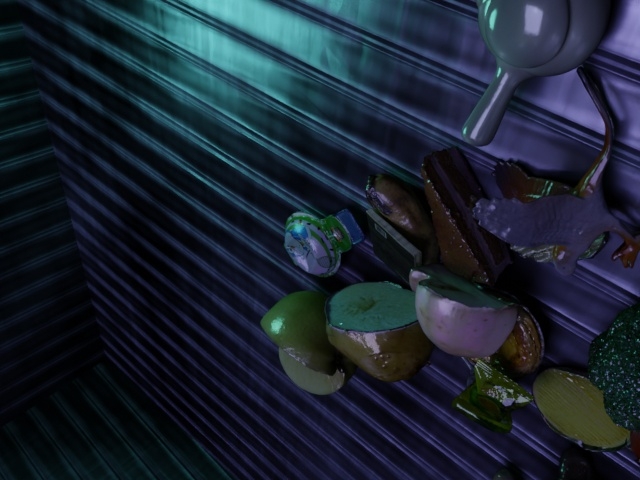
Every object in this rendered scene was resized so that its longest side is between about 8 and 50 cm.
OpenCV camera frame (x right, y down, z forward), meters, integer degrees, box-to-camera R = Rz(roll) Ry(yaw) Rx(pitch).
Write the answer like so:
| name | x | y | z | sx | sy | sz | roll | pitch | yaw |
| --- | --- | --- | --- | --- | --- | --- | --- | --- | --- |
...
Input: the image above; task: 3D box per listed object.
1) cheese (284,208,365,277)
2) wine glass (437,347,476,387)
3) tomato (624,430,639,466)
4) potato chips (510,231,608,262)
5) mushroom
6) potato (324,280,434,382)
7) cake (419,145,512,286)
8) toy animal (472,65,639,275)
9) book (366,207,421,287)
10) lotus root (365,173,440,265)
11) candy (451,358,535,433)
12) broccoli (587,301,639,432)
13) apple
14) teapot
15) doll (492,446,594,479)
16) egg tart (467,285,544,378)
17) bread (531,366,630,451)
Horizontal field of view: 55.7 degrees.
| name | x | y | z | sx | sy | sz | roll | pitch | yaw |
| --- | --- | --- | --- | --- | --- | --- | --- | --- | --- |
| cheese | 0.000 | 0.000 | 1.634 | 0.320 | 0.083 | 0.204 | -25 | 98 | 53 |
| wine glass | 0.373 | 0.316 | 1.473 | 0.195 | 0.079 | 0.079 | 53 | 142 | 4 |
| tomato | 0.679 | 0.401 | 1.160 | 0.167 | 0.167 | 0.167 | 27 | 134 | 32 |
| potato chips | 0.463 | 0.006 | 1.189 | 0.207 | 0.028 | 0.092 | -18 | 97 | 47 |
| mushroom | 0.258 | 0.166 | 1.272 | 0.236 | 0.162 | 0.173 | 32 | 116 | 47 |
| potato | 0.148 | 0.239 | 1.527 | 0.300 | 0.246 | 0.196 | 15 | 124 | 47 |
| cake | 0.288 | -0.050 | 1.265 | 0.113 | 0.116 | 0.295 | -8 | 109 | 57 |
| toy animal | 0.462 | -0.095 | 1.064 | 0.302 | 0.225 | 0.284 | 42 | 120 | 4 |
| book | 0.175 | 0.028 | 1.430 | 0.160 | 0.024 | 0.228 | 43 | 169 | 25 |
| lotus root | 0.193 | -0.052 | 1.386 | 0.258 | 0.097 | 0.110 | 54 | 166 | -15 |
| candy | 0.394 | 0.354 | 1.373 | 0.149 | 0.069 | 0.246 | 27 | 151 | 16 |
| broccoli | 0.611 | 0.230 | 1.066 | 0.245 | 0.265 | 0.294 | 29 | 145 | -20 |
| apple | -0.008 | 0.276 | 1.713 | 0.258 | 0.233 | 0.295 | 21 | 149 | 41 |
| teapot | 0.344 | -0.310 | 0.990 | 0.220 | 0.149 | 0.318 | 16 | 126 | 41 |
| doll | 0.529 | 0.686 | 1.452 | 0.379 | 0.252 | 0.382 | -1 | 109 | 47 |
| egg tart | 0.395 | 0.198 | 1.352 | 0.234 | 0.094 | 0.234 | 29 | 135 | 34 |
| bread | 0.577 | 0.368 | 1.332 | 0.228 | 0.033 | 0.228 | 29 | 136 | 32 |
